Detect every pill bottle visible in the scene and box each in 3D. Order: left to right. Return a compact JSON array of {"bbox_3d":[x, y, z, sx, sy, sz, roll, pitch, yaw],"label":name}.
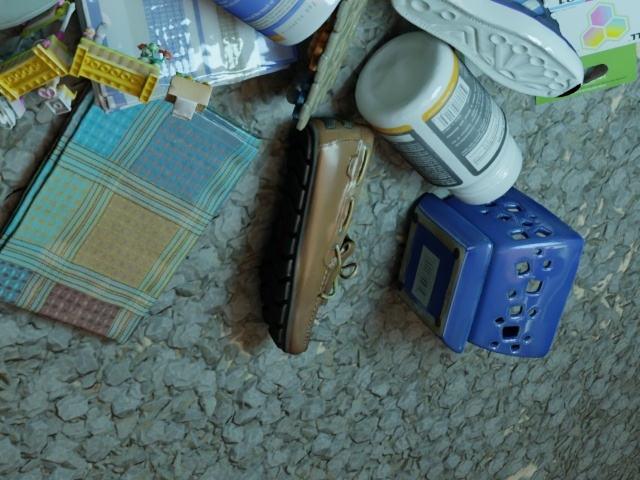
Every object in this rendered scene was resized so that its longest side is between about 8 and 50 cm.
[{"bbox_3d":[-0.108,-0.358,1.140,0.272,0.152,0.152,28,99,-32],"label":"pill bottle"},{"bbox_3d":[0.188,-0.176,1.482,0.162,0.162,0.278,-50,134,2],"label":"pill bottle"}]

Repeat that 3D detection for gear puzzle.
[{"bbox_3d":[0.028,-0.310,1.264,0.175,0.044,0.339,-61,176,-50],"label":"gear puzzle"}]

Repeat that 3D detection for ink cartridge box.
[{"bbox_3d":[0.441,-0.326,1.568,0.188,0.097,0.255,-14,128,0],"label":"ink cartridge box"}]

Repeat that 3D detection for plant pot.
[{"bbox_3d":[0.265,0.050,1.635,0.212,0.236,0.236,-1,117,-26],"label":"plant pot"}]

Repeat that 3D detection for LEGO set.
[{"bbox_3d":[-0.265,-0.211,1.129,0.287,0.107,0.132,-3,141,12],"label":"LEGO set"}]

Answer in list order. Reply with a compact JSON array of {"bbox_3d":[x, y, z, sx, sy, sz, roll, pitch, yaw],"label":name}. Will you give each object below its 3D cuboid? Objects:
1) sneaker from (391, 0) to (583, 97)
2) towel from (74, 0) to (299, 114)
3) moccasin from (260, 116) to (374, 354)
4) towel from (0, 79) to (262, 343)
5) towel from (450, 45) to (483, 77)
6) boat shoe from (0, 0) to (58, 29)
[{"bbox_3d":[0.257,-0.369,1.368,0.322,0.130,0.236,26,67,-18],"label":"sneaker"},{"bbox_3d":[-0.168,-0.290,1.226,0.285,0.034,0.209,-18,108,-27],"label":"towel"},{"bbox_3d":[-0.001,-0.001,1.489,0.147,0.139,0.380,3,106,-26],"label":"moccasin"},{"bbox_3d":[-0.270,-0.042,1.332,0.271,0.040,0.370,27,100,-41],"label":"towel"},{"bbox_3d":[0.267,-0.325,1.543,0.152,0.023,0.113,-30,133,-19],"label":"towel"},{"bbox_3d":[-0.424,-0.258,1.062,0.302,0.091,0.114,-28,162,-20],"label":"boat shoe"}]
